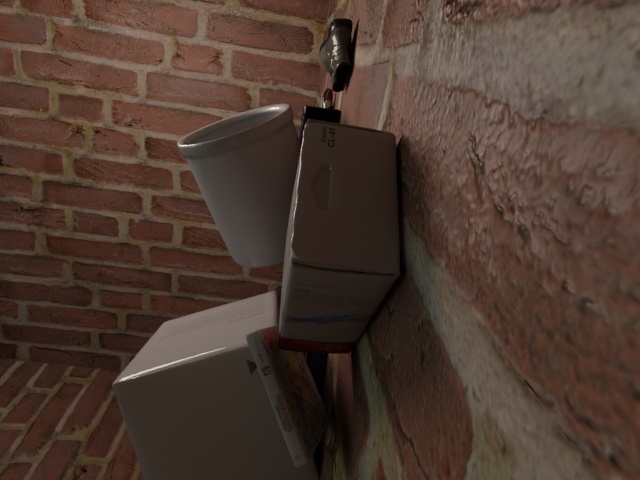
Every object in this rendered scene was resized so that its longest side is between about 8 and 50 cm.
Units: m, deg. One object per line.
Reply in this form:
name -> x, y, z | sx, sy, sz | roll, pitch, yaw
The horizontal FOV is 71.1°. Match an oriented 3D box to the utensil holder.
utensil holder -> -0.186, -0.160, 1.315 | 0.327, 0.328, 0.385 | -94, -12, -63

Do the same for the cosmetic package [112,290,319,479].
cosmetic package -> -0.212, 0.349, 1.047 | 0.393, 0.328, 0.328 | -131, 26, -82

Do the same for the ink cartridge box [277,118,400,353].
ink cartridge box -> 0.013, 0.016, 0.662 | 0.306, 0.131, 0.225 | 108, 167, -59

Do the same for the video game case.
video game case -> -0.047, 0.245, 0.769 | 0.227, 0.026, 0.206 | 35, -149, -78

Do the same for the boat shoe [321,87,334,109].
boat shoe -> 0.027, -0.460, 1.555 | 0.043, 0.049, 0.136 | 12, 94, 42

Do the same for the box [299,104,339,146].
box -> -0.010, -0.348, 1.442 | 0.207, 0.108, 0.153 | -108, 25, -76

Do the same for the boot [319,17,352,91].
boot -> 0.042, -0.497, 1.283 | 0.246, 0.084, 0.160 | 125, 146, -81

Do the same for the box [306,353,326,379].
box -> -0.010, 0.250, 1.070 | 0.136, 0.037, 0.225 | 120, 156, -76
